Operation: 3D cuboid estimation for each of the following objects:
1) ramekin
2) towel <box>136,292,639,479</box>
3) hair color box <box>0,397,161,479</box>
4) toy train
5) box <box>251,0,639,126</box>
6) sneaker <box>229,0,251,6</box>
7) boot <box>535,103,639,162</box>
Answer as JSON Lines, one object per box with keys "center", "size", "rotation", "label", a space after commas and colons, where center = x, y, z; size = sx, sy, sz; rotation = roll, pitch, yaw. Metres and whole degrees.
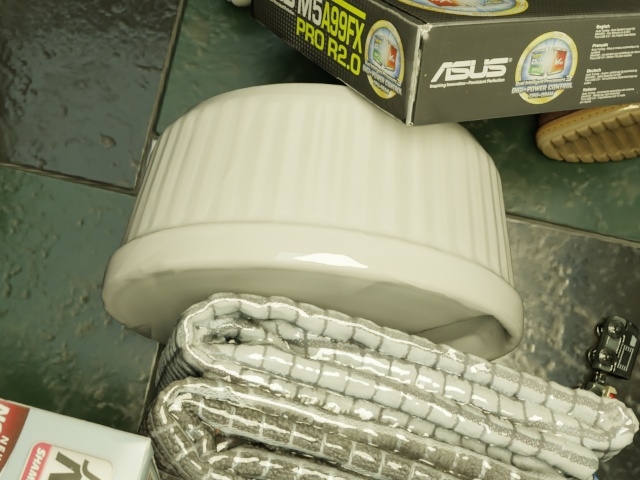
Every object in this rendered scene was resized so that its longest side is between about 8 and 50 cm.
{"center": [0.000, 0.000, 0.716], "size": [0.273, 0.273, 0.127], "rotation": [6, 71, -1], "label": "ramekin"}
{"center": [0.023, 0.145, 0.692], "size": [0.284, 0.235, 0.121], "rotation": [18, 68, -6], "label": "towel"}
{"center": [-0.280, 0.138, 0.605], "size": [0.375, 0.185, 0.113], "rotation": [14, 65, 3], "label": "hair color box"}
{"center": [0.209, 0.135, 0.818], "size": [0.036, 0.027, 0.158], "rotation": [21, 82, -10], "label": "toy train"}
{"center": [0.119, -0.149, 0.701], "size": [0.270, 0.216, 0.060], "rotation": [-9, 120, -25], "label": "box"}
{"center": [0.050, -0.218, 0.820], "size": [0.258, 0.094, 0.091], "rotation": [-20, 80, -5], "label": "sneaker"}
{"center": [0.261, -0.185, 0.843], "size": [0.249, 0.090, 0.206], "rotation": [-20, 66, 10], "label": "boot"}
